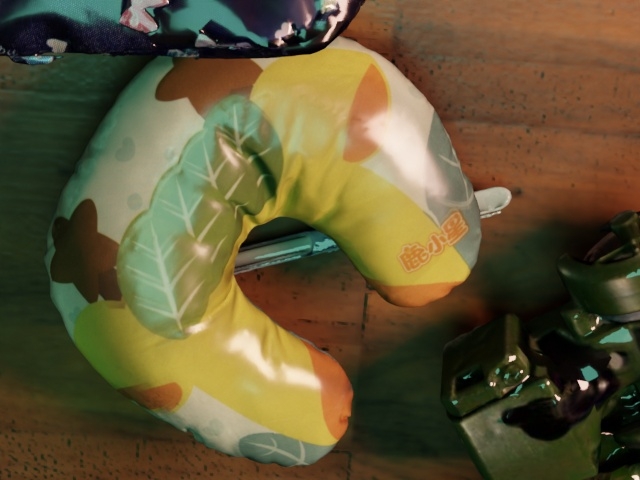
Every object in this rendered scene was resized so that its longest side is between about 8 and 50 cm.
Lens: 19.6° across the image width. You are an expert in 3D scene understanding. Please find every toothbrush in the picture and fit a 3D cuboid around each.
[{"bbox_3d":[0.000,0.000,1.038,0.219,0.019,0.016,-14,79,6],"label":"toothbrush"}]

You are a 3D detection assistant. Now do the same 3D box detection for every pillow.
[{"bbox_3d":[-0.032,-0.002,0.994,0.214,0.086,0.233,36,99,-15],"label":"pillow"}]

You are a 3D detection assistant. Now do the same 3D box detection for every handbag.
[{"bbox_3d":[-0.100,-0.170,0.901,0.260,0.113,0.162,-3,104,6],"label":"handbag"}]

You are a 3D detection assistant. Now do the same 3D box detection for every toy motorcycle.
[{"bbox_3d":[0.152,0.106,1.030,0.275,0.127,0.205,-27,115,7],"label":"toy motorcycle"}]
